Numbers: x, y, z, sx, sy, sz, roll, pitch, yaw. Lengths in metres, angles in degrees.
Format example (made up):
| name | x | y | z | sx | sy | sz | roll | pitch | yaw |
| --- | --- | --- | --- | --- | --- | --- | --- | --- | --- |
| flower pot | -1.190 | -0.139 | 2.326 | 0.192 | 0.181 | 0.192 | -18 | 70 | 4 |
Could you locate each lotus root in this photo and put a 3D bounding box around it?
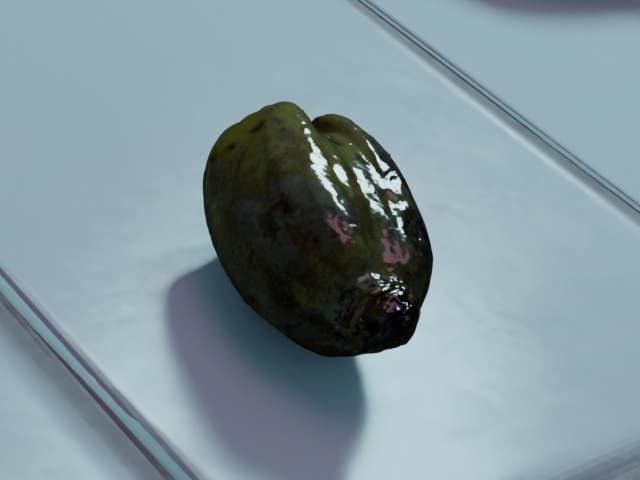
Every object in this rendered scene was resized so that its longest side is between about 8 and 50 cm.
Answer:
| name | x | y | z | sx | sy | sz | roll | pitch | yaw |
| --- | --- | --- | --- | --- | --- | --- | --- | --- | --- |
| lotus root | 0.000 | 0.000 | 0.409 | 0.054 | 0.049 | 0.099 | 12 | 30 | -31 |
